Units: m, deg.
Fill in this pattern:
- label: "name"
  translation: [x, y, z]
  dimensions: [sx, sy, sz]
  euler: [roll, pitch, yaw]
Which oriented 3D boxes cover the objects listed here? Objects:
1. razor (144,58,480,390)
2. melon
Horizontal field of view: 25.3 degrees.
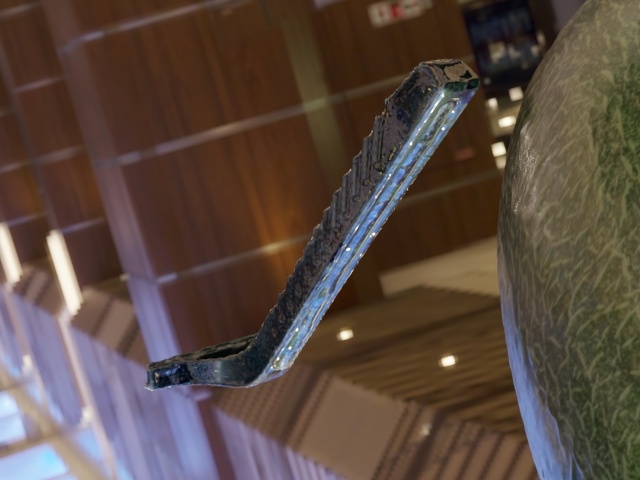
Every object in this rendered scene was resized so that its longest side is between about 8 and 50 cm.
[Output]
- label: "razor"
  translation: [0.003, 0.005, 0.510]
  dimensions: [0.066, 0.033, 0.190]
  euler: [-13, 152, -40]
- label: "melon"
  translation: [0.139, 0.016, 0.388]
  dimensions: [0.182, 0.182, 0.287]
  euler: [-15, -132, 9]
